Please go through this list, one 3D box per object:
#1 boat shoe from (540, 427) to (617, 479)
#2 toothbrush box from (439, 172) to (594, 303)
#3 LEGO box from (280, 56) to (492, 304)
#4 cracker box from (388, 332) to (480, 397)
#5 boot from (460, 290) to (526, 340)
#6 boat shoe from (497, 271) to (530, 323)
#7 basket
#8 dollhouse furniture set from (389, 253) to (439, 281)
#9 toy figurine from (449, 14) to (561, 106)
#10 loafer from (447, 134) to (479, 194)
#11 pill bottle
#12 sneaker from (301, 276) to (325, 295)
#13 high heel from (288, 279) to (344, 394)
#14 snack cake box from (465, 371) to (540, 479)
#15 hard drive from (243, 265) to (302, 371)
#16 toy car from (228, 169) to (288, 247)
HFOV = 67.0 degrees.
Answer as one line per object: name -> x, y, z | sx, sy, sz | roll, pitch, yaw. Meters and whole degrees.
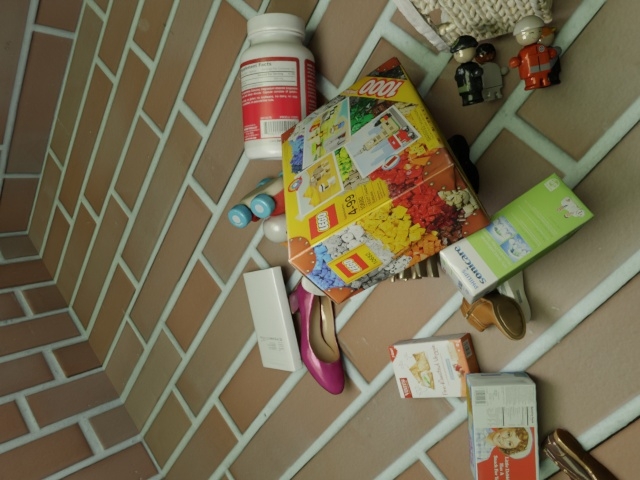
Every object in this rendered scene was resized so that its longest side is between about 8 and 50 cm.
boat shoe -> 0.619, 0.544, 1.136 | 0.207, 0.073, 0.073 | 48, 125, 31
toothbrush box -> 0.413, 0.008, 1.058 | 0.283, 0.206, 0.122 | -37, 71, 5
LEGO box -> 0.113, -0.158, 1.133 | 0.373, 0.193, 0.499 | -31, 38, 19
cracker box -> 0.316, 0.352, 1.348 | 0.232, 0.067, 0.155 | -18, 86, 40
boot -> 0.421, 0.190, 1.196 | 0.152, 0.073, 0.197 | 97, 159, -48
boat shoe -> 0.467, 0.118, 1.198 | 0.063, 0.066, 0.184 | -13, 97, 59
basket -> 0.322, -0.632, 1.015 | 0.267, 0.328, 0.330 | -2, 86, 33
dollhouse furniture set -> 0.150, 0.043, 1.312 | 0.262, 0.259, 0.135 | -9, 80, 38
toy figurine -> 0.411, -0.394, 1.065 | 0.213, 0.210, 0.148 | -5, 103, 40
loafer -> 0.360, -0.184, 1.245 | 0.061, 0.062, 0.169 | -23, 78, 61
pill bottle -> -0.127, -0.455, 1.476 | 0.229, 0.229, 0.406 | 3, 98, 38
sneaker -> 0.020, 0.116, 1.458 | 0.094, 0.212, 0.080 | 3, 98, 53
high heel -> 0.011, 0.293, 1.538 | 0.181, 0.127, 0.377 | -45, 65, 45
snack cake box -> 0.452, 0.469, 1.205 | 0.152, 0.089, 0.264 | -4, 95, 6
hard drive -> -0.174, 0.275, 1.708 | 0.233, 0.047, 0.352 | -14, 89, 55
toy car -> -0.135, -0.076, 1.596 | 0.210, 0.219, 0.237 | -19, 114, 38
